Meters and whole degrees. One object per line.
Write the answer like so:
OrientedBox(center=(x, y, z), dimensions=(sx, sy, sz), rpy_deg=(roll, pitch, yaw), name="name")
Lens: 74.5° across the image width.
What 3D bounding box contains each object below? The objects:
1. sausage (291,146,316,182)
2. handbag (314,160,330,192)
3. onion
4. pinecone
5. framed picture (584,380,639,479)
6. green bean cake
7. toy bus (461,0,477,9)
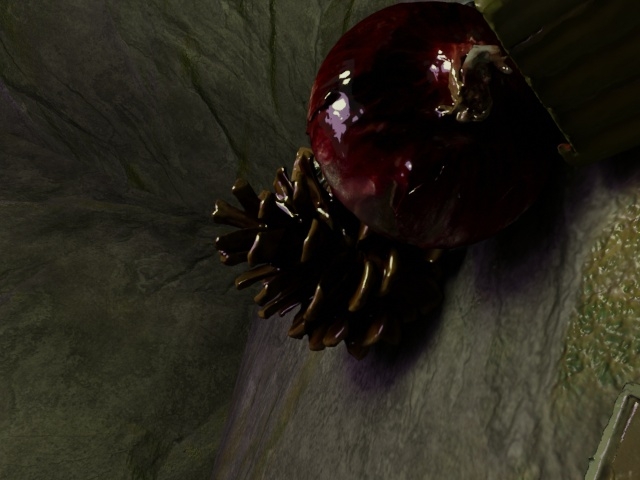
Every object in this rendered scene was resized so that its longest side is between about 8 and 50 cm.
OrientedBox(center=(0.038, -0.162, 1.136), dimensions=(0.123, 0.252, 0.123), rpy_deg=(-161, 90, -76), name="sausage")
OrientedBox(center=(0.094, -0.184, 0.920), dimensions=(0.283, 0.149, 0.302), rpy_deg=(-33, -4, -27), name="handbag")
OrientedBox(center=(0.133, -0.149, 0.499), dimensions=(0.232, 0.313, 0.314), rpy_deg=(102, -173, -70), name="onion")
OrientedBox(center=(0.000, 0.000, 0.713), dimensions=(0.385, 0.384, 0.384), rpy_deg=(-61, 12, 24), name="pinecone")
OrientedBox(center=(0.192, 0.252, 0.197), dimensions=(0.232, 0.024, 0.315), rpy_deg=(-165, 97, -78), name="framed picture")
OrientedBox(center=(0.237, -0.221, 0.374), dimensions=(0.124, 0.236, 0.233), rpy_deg=(-23, 42, 43), name="green bean cake")
OrientedBox(center=(0.200, -0.241, 0.683), dimensions=(0.292, 0.133, 0.126), rpy_deg=(-41, 29, 27), name="toy bus")
